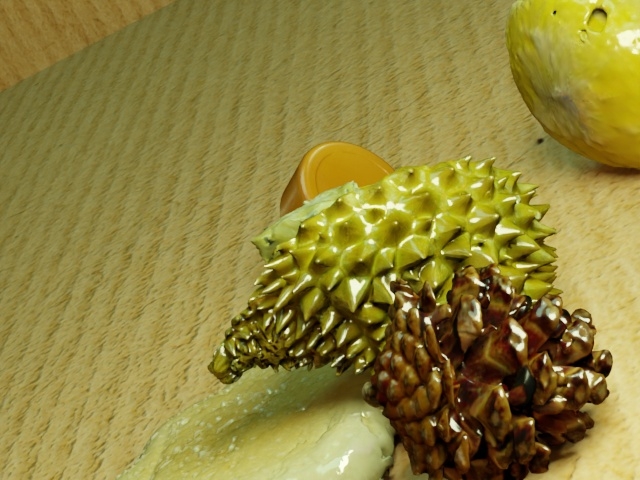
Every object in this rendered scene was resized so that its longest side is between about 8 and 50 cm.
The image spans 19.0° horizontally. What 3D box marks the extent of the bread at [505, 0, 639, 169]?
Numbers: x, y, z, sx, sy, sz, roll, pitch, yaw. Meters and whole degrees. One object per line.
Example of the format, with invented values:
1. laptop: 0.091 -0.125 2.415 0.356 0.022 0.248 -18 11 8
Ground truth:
1. bread: 0.271 -0.160 1.678 0.170 0.197 0.197 -31 17 -22

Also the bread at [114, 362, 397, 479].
1. bread: -0.050 0.164 1.503 0.316 0.054 0.316 -28 17 10

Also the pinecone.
1. pinecone: 0.115 0.094 1.291 0.173 0.173 0.173 -26 18 9

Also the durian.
1. durian: 0.060 0.028 1.433 0.306 0.172 0.166 -18 11 -23

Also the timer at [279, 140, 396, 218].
1. timer: 0.000 0.000 1.818 0.152 0.132 0.132 -46 2 42
